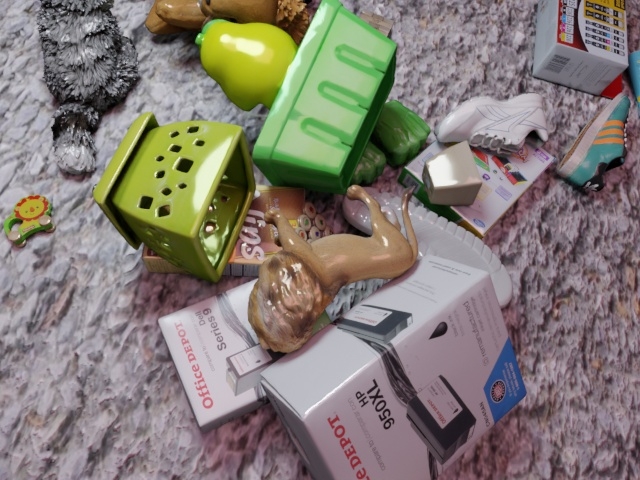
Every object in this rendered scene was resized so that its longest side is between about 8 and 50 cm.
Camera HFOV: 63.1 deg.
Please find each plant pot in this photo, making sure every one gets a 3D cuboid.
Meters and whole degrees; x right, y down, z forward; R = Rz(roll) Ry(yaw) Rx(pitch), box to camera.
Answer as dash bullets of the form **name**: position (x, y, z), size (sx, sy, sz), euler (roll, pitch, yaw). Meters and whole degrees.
- **plant pot**: position (-0.257, -0.082, 0.940), size (0.207, 0.228, 0.227), euler (17, 67, 6)
- **plant pot**: position (0.280, -0.137, 1.142), size (0.096, 0.109, 0.108), euler (-13, 68, 0)

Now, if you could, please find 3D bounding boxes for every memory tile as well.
- **memory tile**: position (0.000, 0.000, 1.092), size (0.148, 0.012, 0.113), euler (49, 41, -30)

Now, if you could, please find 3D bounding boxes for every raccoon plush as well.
- **raccoon plush**: position (-0.500, -0.403, 1.097), size (0.216, 0.299, 0.445), euler (-12, 69, -14)

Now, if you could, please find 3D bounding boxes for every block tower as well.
- **block tower**: position (0.091, -0.442, 1.323), size (0.091, 0.097, 0.335), euler (22, 63, 1)

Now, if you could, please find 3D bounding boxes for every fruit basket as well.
- **fruit basket**: position (-0.064, -0.308, 1.076), size (0.393, 0.283, 0.391), euler (-1, 82, 6)

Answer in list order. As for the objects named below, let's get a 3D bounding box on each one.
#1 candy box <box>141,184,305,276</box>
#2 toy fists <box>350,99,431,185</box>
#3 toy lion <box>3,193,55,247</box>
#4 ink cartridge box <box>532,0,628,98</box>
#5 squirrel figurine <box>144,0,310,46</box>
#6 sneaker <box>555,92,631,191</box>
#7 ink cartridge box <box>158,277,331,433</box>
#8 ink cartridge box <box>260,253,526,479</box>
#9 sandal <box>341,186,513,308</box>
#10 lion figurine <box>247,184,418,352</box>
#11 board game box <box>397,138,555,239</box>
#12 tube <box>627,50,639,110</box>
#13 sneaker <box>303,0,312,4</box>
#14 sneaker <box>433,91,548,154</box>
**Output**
- **candy box**: position (-0.193, -0.023, 1.090), size (0.317, 0.087, 0.182), euler (3, 67, -7)
- **toy fists**: position (0.131, -0.219, 1.229), size (0.279, 0.096, 0.142), euler (-30, 61, -19)
- **toy lion**: position (-0.600, -0.047, 1.071), size (0.100, 0.034, 0.096), euler (-33, 68, -20)
- **ink cartridge box**: position (0.763, -0.579, 1.472), size (0.272, 0.130, 0.309), euler (16, 64, -3)
- **squirrel figurine**: position (-0.180, -0.580, 1.206), size (0.397, 0.280, 0.370), euler (-10, 33, -40)
- **sneaker**: position (0.726, -0.246, 1.334), size (0.121, 0.108, 0.302), euler (38, 74, 8)
- **ink cartridge box**: position (-0.128, 0.199, 0.981), size (0.289, 0.121, 0.211), euler (-22, 71, -18)
- **ink cartridge box**: position (0.138, 0.253, 0.905), size (0.395, 0.166, 0.285), euler (-33, 113, -20)
- **sandal**: position (0.226, 0.018, 1.140), size (0.416, 0.102, 0.169), euler (37, 50, 22)
- **lion figurine**: position (0.044, 0.034, 0.927), size (0.393, 0.142, 0.240), euler (-21, 51, -9)
- **board game box**: position (0.380, -0.172, 1.262), size (0.242, 0.064, 0.317), euler (44, 67, 12)
- **tube**: position (0.920, -0.438, 1.482), size (0.080, 0.052, 0.206), euler (-5, 72, -4)
- **sneaker**: position (-0.097, -0.692, 1.418), size (0.079, 0.121, 0.217), euler (-24, 37, -30)
- **sneaker**: position (0.409, -0.264, 1.216), size (0.298, 0.111, 0.129), euler (-12, 74, -13)
